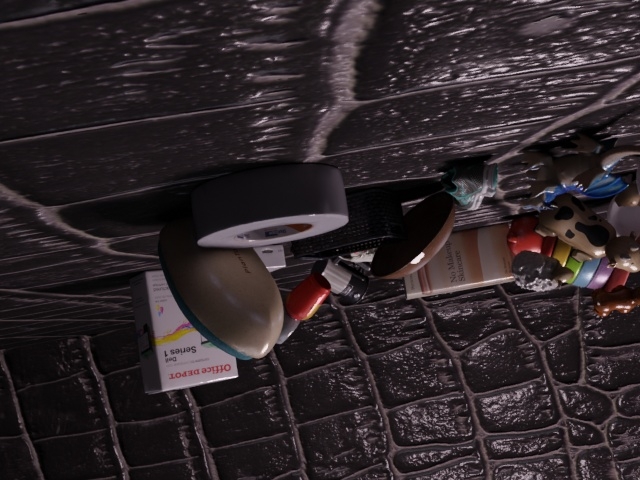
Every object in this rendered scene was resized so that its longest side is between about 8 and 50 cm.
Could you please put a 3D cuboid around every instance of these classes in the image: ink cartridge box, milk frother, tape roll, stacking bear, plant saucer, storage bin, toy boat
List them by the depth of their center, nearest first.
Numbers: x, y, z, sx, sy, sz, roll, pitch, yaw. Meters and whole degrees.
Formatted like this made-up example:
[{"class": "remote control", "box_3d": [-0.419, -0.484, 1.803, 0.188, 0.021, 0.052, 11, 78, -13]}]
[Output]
[{"class": "tape roll", "box_3d": [-0.071, -0.045, 1.084, 0.219, 0.072, 0.219, -9, 172, -1]}, {"class": "toy boat", "box_3d": [-0.121, 0.097, 1.237, 0.148, 0.268, 0.318, -47, 143, 21]}, {"class": "storage bin", "box_3d": [0.046, -0.025, 1.314, 0.180, 0.085, 0.122, -13, 172, 26]}, {"class": "plant saucer", "box_3d": [0.169, -0.001, 1.340, 0.198, 0.036, 0.199, -44, -163, 16]}, {"class": "ink cartridge box", "box_3d": [-0.145, 0.047, 1.707, 0.088, 0.052, 0.122, -4, 169, -31]}, {"class": "ink cartridge box", "box_3d": [-0.323, 0.209, 1.814, 0.201, 0.278, 0.117, -5, 171, -33]}, {"class": "stacking bear", "box_3d": [0.597, 0.026, 1.868, 0.288, 0.164, 0.175, 20, -140, 11]}, {"class": "milk frother", "box_3d": [0.055, 0.071, 1.993, 0.134, 0.129, 0.143, 31, -172, -21]}]

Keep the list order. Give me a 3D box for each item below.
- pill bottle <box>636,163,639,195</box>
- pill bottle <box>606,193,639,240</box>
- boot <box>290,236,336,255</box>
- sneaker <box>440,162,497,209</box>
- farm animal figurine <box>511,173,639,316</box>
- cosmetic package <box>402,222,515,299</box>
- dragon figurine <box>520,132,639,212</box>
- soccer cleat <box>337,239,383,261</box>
[{"class": "pill bottle", "box_3d": [0.650, -0.115, 1.302, 0.111, 0.112, 0.186, -4, 170, -34]}, {"class": "pill bottle", "box_3d": [0.766, -0.055, 1.784, 0.131, 0.131, 0.229, -15, 170, 36]}, {"class": "boot", "box_3d": [0.000, 0.000, 1.596, 0.106, 0.037, 0.114, -21, 180, -22]}, {"class": "sneaker", "box_3d": [0.225, -0.091, 1.209, 0.076, 0.065, 0.166, 7, 168, -2]}, {"class": "farm animal figurine", "box_3d": [0.590, -0.018, 1.565, 0.326, 0.331, 0.172, 19, 176, 4]}, {"class": "cosmetic package", "box_3d": [0.359, 0.057, 2.024, 0.295, 0.153, 0.129, -12, 170, 4]}, {"class": "dragon figurine", "box_3d": [0.404, -0.108, 1.150, 0.144, 0.085, 0.289, -2, 170, -43]}, {"class": "soccer cleat", "box_3d": [0.111, 0.020, 1.782, 0.076, 0.068, 0.196, 0, 171, -36]}]
